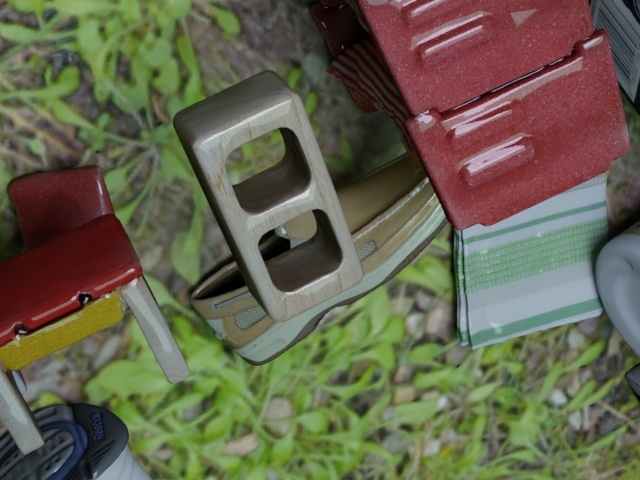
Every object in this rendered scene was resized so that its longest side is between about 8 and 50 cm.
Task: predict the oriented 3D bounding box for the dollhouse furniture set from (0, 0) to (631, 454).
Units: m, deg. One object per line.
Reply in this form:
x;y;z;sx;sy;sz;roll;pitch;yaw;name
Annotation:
-0.042;-0.068;1.025;0.374;0.201;0.152;-26;119;-6;dollhouse furniture set

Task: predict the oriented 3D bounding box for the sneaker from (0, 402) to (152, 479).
-0.209;0.234;1.123;0.297;0.111;0.129;-38;127;-5;sneaker

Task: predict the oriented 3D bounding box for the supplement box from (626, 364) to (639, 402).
0.330;0.155;1.349;0.130;0.073;0.239;-36;120;-6;supplement box

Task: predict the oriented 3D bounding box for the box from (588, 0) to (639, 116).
0.313;-0.169;1.131;0.270;0.143;0.165;-26;156;-13;box

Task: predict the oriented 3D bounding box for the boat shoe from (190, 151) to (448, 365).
0.000;0.000;1.115;0.190;0.068;0.072;-41;115;19;boat shoe

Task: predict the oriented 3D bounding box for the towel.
0.136;-0.011;1.226;0.113;0.023;0.152;-14;114;-21;towel

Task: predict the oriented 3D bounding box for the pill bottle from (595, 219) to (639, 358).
0.285;0.003;1.237;0.186;0.112;0.112;-33;121;-21;pill bottle
